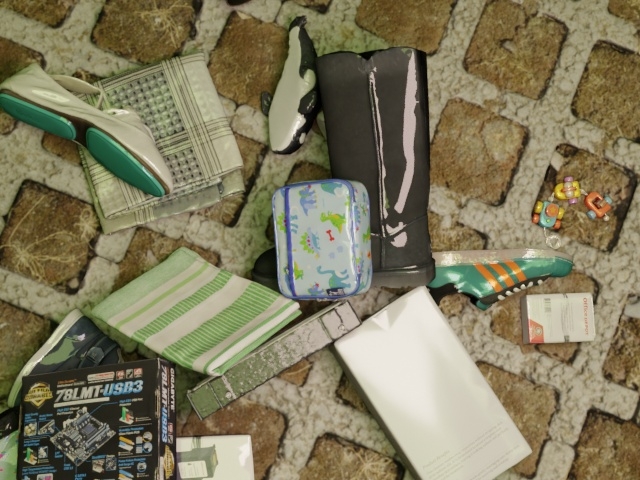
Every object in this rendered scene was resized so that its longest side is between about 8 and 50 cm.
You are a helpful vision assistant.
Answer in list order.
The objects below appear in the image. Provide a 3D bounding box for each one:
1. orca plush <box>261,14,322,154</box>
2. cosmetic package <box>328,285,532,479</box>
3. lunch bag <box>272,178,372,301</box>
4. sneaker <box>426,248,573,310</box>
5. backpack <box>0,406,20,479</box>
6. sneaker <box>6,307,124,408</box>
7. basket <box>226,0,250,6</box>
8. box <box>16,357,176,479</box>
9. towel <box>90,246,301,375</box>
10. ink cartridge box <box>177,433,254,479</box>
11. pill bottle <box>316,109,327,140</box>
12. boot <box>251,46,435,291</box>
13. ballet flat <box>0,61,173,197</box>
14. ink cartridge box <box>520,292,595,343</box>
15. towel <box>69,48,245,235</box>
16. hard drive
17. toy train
[{"bbox_3d":[-0.040,-0.310,1.999,0.151,0.102,0.287,-19,67,38],"label":"orca plush"},{"bbox_3d":[0.205,0.302,1.873,0.217,0.156,0.385,-31,84,-8],"label":"cosmetic package"},{"bbox_3d":[0.000,0.000,1.751,0.176,0.090,0.219,-2,91,26],"label":"lunch bag"},{"bbox_3d":[0.358,0.081,1.944,0.302,0.108,0.121,-2,82,4],"label":"sneaker"},{"bbox_3d":[-0.584,0.422,1.806,0.152,0.115,0.182,-26,100,5],"label":"backpack"},{"bbox_3d":[-0.482,0.266,1.863,0.163,0.086,0.226,37,80,5],"label":"sneaker"},{"bbox_3d":[-0.180,-0.632,1.991,0.204,0.154,0.227,-38,82,-6],"label":"basket"},{"bbox_3d":[-0.396,0.370,1.702,0.295,0.073,0.293,-10,69,18],"label":"box"},{"bbox_3d":[-0.231,0.127,1.794,0.324,0.038,0.248,23,44,35],"label":"towel"},{"bbox_3d":[-0.244,0.417,1.813,0.237,0.172,0.100,-2,80,-4],"label":"ink cartridge box"},{"bbox_3d":[0.106,-0.266,1.967,0.208,0.117,0.118,-36,85,-8],"label":"pill bottle"},{"bbox_3d":[0.031,-0.135,1.840,0.367,0.146,0.445,-4,104,5],"label":"boot"},{"bbox_3d":[-0.438,-0.233,1.890,0.400,0.139,0.139,29,81,5],"label":"ballet flat"},{"bbox_3d":[0.480,0.159,1.960,0.135,0.056,0.099,-1,82,-4],"label":"ink cartridge box"},{"bbox_3d":[-0.336,-0.199,1.959,0.312,0.056,0.324,-18,84,-6],"label":"towel"},{"bbox_3d":[-0.092,0.220,1.821,0.339,0.237,0.064,-31,87,-7],"label":"hard drive"},{"bbox_3d":[0.523,-0.063,2.002,0.166,0.046,0.125,-36,85,-8],"label":"toy train"}]
